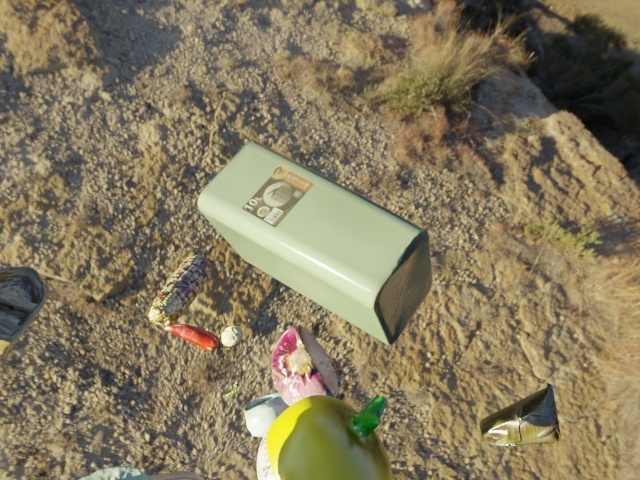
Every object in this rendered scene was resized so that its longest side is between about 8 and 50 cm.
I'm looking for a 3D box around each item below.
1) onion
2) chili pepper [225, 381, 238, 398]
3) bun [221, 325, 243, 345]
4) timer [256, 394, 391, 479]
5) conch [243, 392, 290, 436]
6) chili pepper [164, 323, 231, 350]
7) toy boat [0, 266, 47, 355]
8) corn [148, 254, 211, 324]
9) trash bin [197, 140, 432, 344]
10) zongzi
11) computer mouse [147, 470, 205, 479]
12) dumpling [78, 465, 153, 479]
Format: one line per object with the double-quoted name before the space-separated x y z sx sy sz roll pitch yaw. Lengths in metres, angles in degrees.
"onion" -0.037 0.417 1.258 0.159 0.348 0.267 -31 60 4
"chili pepper" -0.340 0.585 1.602 0.022 0.083 0.027 21 20 -50
"bun" -0.333 0.350 1.529 0.086 0.054 0.086 -17 34 12
"timer" 0.038 0.410 0.809 0.286 0.285 0.284 7 59 -12
"conch" -0.169 0.578 1.372 0.185 0.221 0.120 12 89 10
"chili pepper" -0.481 0.378 1.608 0.273 0.063 0.071 24 95 -7
"toy boat" -0.598 0.125 0.776 0.116 0.061 0.188 29 24 -23
"corn" -0.349 0.125 1.036 0.086 0.086 0.253 19 28 -4
"trash bin" 0.000 0.000 0.676 0.344 0.222 0.158 27 70 31
"zongzi" 0.569 0.510 1.192 0.221 0.242 0.112 -16 36 14
"computer mouse" -0.366 0.574 0.828 0.297 0.121 0.184 22 50 -43
"dumpling" -0.289 0.396 0.550 0.220 0.108 0.152 21 65 7
